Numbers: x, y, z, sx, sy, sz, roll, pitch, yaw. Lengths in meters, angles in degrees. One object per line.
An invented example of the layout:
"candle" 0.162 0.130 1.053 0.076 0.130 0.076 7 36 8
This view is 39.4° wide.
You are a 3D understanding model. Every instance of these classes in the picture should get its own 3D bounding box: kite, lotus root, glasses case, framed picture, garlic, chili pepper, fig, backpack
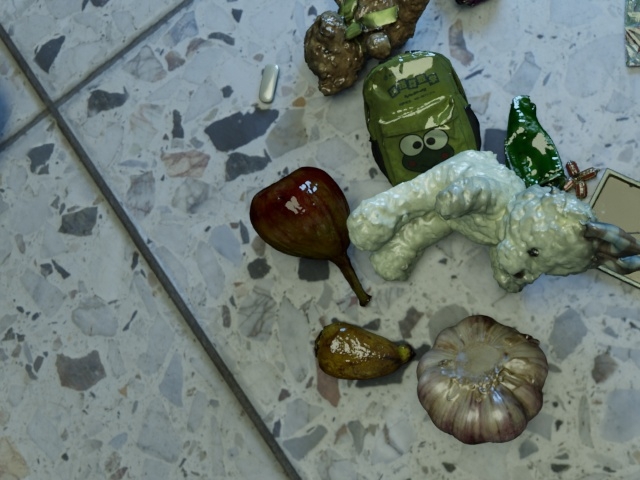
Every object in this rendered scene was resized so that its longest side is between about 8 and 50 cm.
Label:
"kite" 0.666 -0.417 1.683 0.229 0.012 0.250 43 92 12
"lotus root" 0.082 0.211 1.677 0.191 0.094 0.108 7 118 9
"glasses case" -0.105 -0.324 1.838 0.032 0.021 0.083 9 83 15
"framed picture" 0.599 -0.002 1.629 0.250 0.016 0.184 26 88 16
"garlic" 0.288 0.259 1.590 0.245 0.160 0.245 -9 45 9
"chili pepper" 0.397 -0.172 1.681 0.108 0.062 0.216 -6 79 5
"fig" 0.004 -0.019 1.723 0.290 0.190 0.190 37 91 -21
"backpack" 0.183 -0.232 1.670 0.207 0.140 0.253 -16 110 10

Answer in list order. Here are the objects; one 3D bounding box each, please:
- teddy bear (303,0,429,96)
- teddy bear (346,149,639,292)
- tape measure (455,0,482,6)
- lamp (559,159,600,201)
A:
"teddy bear" 0.076 -0.445 1.703 0.223 0.296 0.246 -22 65 -17
"teddy bear" 0.295 0.018 1.536 0.375 0.327 0.362 -36 52 2
"tape measure" 0.298 -0.524 1.751 0.125 0.074 0.118 -43 76 5
"lamp" 0.478 -0.103 1.667 0.063 0.031 0.083 19 89 17
